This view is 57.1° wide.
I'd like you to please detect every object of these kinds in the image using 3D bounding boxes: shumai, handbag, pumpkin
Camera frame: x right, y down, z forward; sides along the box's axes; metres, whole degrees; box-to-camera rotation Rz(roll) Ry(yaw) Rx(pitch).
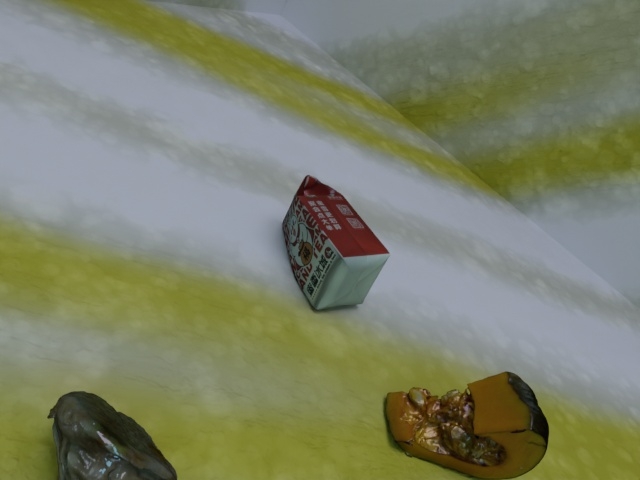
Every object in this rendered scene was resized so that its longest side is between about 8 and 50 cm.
[{"bbox_3d":[-0.284,0.292,0.763,0.201,0.201,0.120,37,74,7],"label":"shumai"},{"bbox_3d":[0.000,0.000,1.339,0.151,0.171,0.298,-4,43,-38],"label":"handbag"},{"bbox_3d":[0.287,0.333,1.106,0.280,0.190,0.139,23,35,-13],"label":"pumpkin"}]
